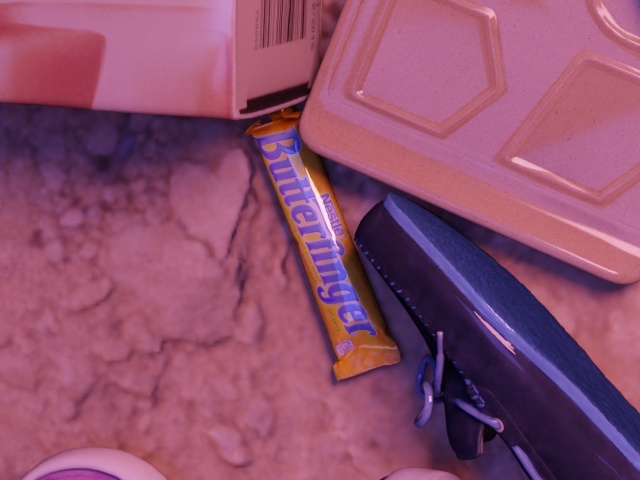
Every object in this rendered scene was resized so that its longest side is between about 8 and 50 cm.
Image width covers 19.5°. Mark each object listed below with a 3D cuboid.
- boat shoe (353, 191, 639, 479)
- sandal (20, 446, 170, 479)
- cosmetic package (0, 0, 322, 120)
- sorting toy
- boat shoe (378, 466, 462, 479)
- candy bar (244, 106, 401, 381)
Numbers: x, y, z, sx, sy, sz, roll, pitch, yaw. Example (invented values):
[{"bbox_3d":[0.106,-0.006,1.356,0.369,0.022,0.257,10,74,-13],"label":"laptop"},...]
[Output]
[{"bbox_3d":[0.099,0.089,0.994,0.089,0.109,0.258,-44,78,18],"label":"boat shoe"},{"bbox_3d":[-0.140,0.332,1.080,0.169,0.102,0.416,-7,91,18],"label":"sandal"},{"bbox_3d":[-0.158,-0.144,1.034,0.296,0.153,0.129,6,103,18],"label":"cosmetic package"},{"bbox_3d":[0.165,-0.099,1.002,0.307,0.041,0.229,24,101,8],"label":"sorting toy"},{"bbox_3d":[0.012,0.308,1.022,0.156,0.136,0.367,-3,87,32],"label":"boat shoe"},{"bbox_3d":[0.000,0.000,1.065,0.040,0.018,0.161,-22,87,17],"label":"candy bar"}]
